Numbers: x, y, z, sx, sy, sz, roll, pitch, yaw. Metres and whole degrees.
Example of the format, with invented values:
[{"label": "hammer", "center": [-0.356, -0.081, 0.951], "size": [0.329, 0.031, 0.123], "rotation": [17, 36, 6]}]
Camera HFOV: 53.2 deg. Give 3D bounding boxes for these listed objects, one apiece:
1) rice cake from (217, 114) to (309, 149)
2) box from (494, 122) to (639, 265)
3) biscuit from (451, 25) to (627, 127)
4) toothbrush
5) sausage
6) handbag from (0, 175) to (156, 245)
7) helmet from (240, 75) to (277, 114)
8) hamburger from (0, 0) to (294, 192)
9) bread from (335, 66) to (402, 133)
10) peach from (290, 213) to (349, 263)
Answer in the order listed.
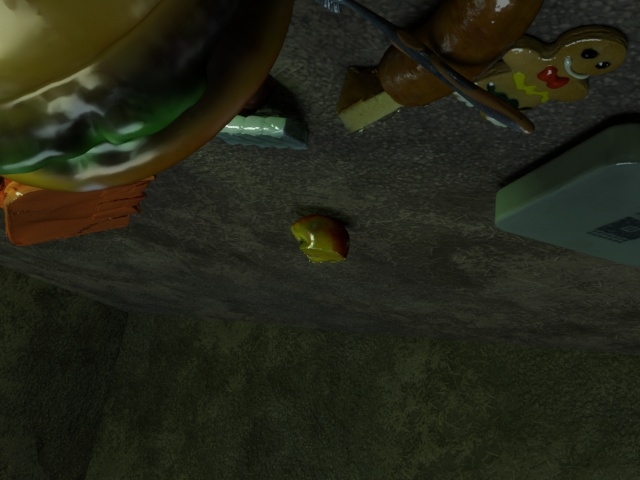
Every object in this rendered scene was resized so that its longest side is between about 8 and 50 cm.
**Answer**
[{"label": "rice cake", "center": [-0.113, -0.183, 1.071], "size": [0.189, 0.037, 0.198], "rotation": [6, -176, 17]}, {"label": "box", "center": [0.541, -0.063, 1.097], "size": [0.367, 0.091, 0.373], "rotation": [14, 161, -15]}, {"label": "biscuit", "center": [0.289, -0.216, 0.854], "size": [0.158, 0.035, 0.240], "rotation": [18, 161, -30]}, {"label": "toothbrush", "center": [0.107, -0.214, 0.725], "size": [0.321, 0.023, 0.031], "rotation": [39, 160, 17]}, {"label": "sausage", "center": [0.165, -0.241, 0.739], "size": [0.108, 0.109, 0.270], "rotation": [15, 162, -15]}, {"label": "handbag", "center": [-0.530, -0.106, 1.374], "size": [0.303, 0.116, 0.410], "rotation": [-12, 173, -27]}, {"label": "helmet", "center": [-0.126, -0.231, 1.000], "size": [0.111, 0.057, 0.089], "rotation": [20, 162, -27]}, {"label": "hamburger", "center": [-0.203, -0.233, 0.532], "size": [0.395, 0.396, 0.277], "rotation": [4, 160, 20]}, {"label": "bread", "center": [0.089, -0.200, 0.937], "size": [0.109, 0.080, 0.084], "rotation": [7, 164, 18]}, {"label": "peach", "center": [0.004, -0.005, 1.525], "size": [0.151, 0.118, 0.151], "rotation": [47, 176, 5]}]
